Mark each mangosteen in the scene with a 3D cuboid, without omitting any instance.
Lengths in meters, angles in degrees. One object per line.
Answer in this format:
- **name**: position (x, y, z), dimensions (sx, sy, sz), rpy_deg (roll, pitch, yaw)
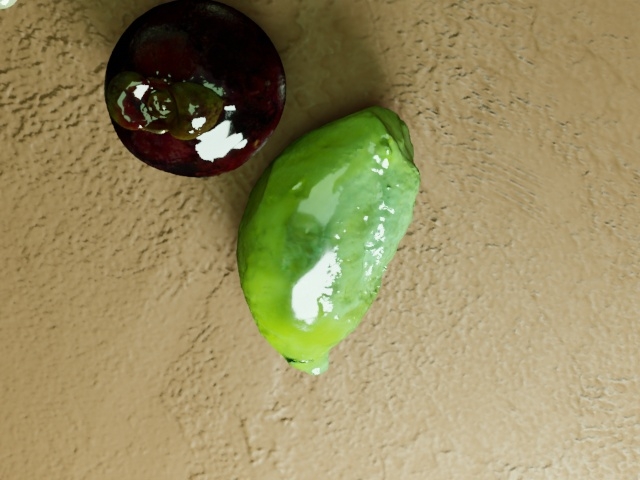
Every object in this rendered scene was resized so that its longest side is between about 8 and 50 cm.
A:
- **mangosteen**: position (-0.103, -0.119, 1.239), dimensions (0.152, 0.152, 0.152), rpy_deg (0, 111, 1)

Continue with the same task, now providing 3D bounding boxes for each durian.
- **durian**: position (0.000, 0.000, 1.307), dimensions (0.139, 0.101, 0.250), rpy_deg (23, 110, -9)

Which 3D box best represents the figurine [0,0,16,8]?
- **figurine**: position (-0.366, -0.159, 1.228), dimensions (0.274, 0.226, 0.394), rpy_deg (-11, 120, -26)
